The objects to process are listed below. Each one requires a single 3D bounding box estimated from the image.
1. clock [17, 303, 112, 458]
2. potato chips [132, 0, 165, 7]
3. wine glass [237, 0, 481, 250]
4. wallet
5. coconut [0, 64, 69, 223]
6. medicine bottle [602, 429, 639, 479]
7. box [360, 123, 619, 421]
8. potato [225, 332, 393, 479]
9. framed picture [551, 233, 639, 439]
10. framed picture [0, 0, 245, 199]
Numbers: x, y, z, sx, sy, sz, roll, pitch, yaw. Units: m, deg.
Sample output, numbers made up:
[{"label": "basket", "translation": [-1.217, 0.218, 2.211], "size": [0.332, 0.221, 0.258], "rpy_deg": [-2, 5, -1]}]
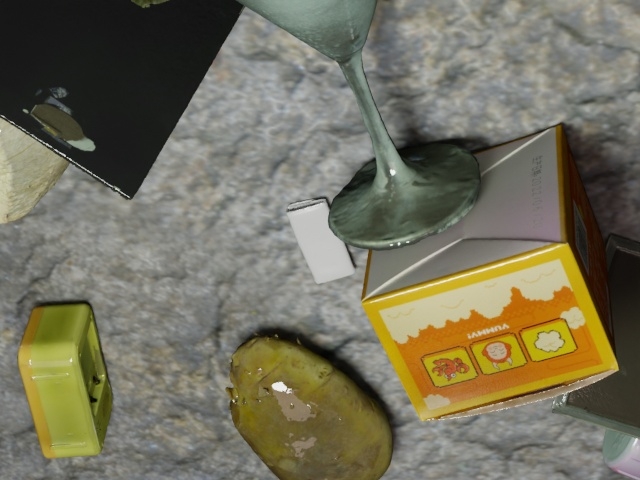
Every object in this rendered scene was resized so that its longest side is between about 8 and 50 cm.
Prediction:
[{"label": "clock", "translation": [-0.367, 0.202, 1.997], "size": [0.096, 0.143, 0.202], "rpy_deg": [-6, 122, 3]}, {"label": "potato chips", "translation": [-0.186, -0.371, 1.559], "size": [0.029, 0.220, 0.202], "rpy_deg": [5, 125, -35]}, {"label": "wine glass", "translation": [0.035, -0.202, 1.615], "size": [0.267, 0.267, 0.406], "rpy_deg": [-12, 124, 16]}, {"label": "wallet", "translation": [0.000, 0.000, 1.883], "size": [0.061, 0.025, 0.122], "rpy_deg": [-13, 120, 18]}, {"label": "coconut", "translation": [-0.417, -0.183, 1.681], "size": [0.297, 0.254, 0.297], "rpy_deg": [11, 146, 8]}, {"label": "medicine bottle", "translation": [0.496, 0.291, 1.942], "size": [0.168, 0.135, 0.135], "rpy_deg": [22, 124, -7]}, {"label": "box", "translation": [0.215, 0.041, 1.725], "size": [0.259, 0.283, 0.214], "rpy_deg": [-18, 118, 19]}, {"label": "potato", "translation": [-0.022, 0.256, 1.989], "size": [0.191, 0.141, 0.296], "rpy_deg": [-30, 112, 21]}, {"label": "framed picture", "translation": [0.438, 0.139, 1.855], "size": [0.197, 0.014, 0.252], "rpy_deg": [17, 95, -3]}, {"label": "framed picture", "translation": [-0.246, -0.239, 1.607], "size": [0.244, 0.324, 0.013], "rpy_deg": [34, 154, -14]}]
